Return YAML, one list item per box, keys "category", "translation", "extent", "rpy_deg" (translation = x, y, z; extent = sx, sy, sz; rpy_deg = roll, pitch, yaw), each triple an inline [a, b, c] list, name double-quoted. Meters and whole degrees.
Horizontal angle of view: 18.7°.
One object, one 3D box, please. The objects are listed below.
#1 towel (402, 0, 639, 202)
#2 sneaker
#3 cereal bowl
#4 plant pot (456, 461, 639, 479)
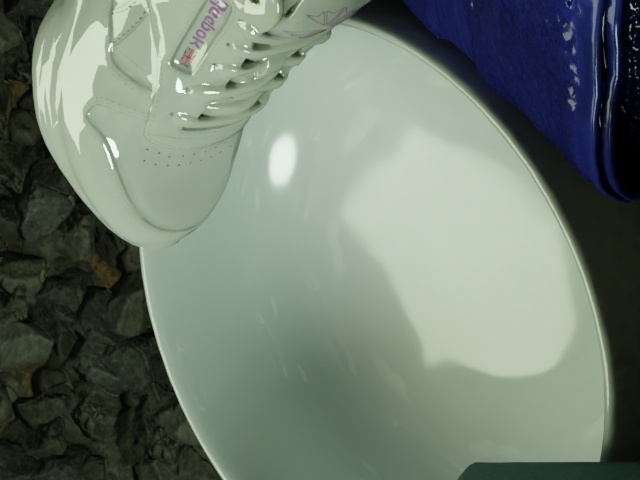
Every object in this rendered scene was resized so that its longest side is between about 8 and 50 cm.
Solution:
- category: "towel"
  translation: [0.071, -0.184, 0.850]
  extent: [0.308, 0.076, 0.227]
  rpy_deg: [-128, 21, -47]
- category: "sneaker"
  translation: [-0.051, -0.109, 0.914]
  extent: [0.152, 0.114, 0.305]
  rpy_deg: [37, 132, 32]
- category: "cereal bowl"
  translation: [0.061, 0.025, 1.046]
  extent: [0.339, 0.141, 0.339]
  rpy_deg: [20, 119, 41]
- category: "plant pot"
  translation: [0.180, 0.241, 0.809]
  extent: [0.247, 0.252, 0.247]
  rpy_deg: [66, -149, -19]
